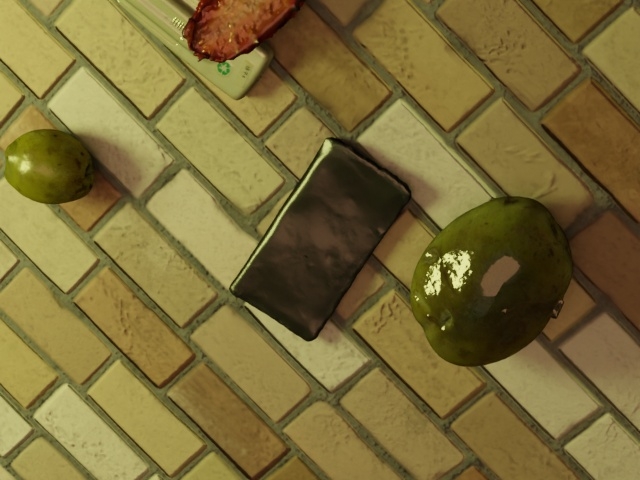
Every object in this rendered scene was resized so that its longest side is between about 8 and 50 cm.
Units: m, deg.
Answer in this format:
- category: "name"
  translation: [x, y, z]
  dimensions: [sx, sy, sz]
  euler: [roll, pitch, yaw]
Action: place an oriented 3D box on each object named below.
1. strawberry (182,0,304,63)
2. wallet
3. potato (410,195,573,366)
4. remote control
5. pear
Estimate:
- category: "strawberry"
  translation: [-0.102, -0.313, 1.675]
  dimensions: [0.188, 0.082, 0.121]
  euler: [-40, 101, 5]
- category: "wallet"
  translation: [0.000, 0.000, 1.795]
  dimensions: [0.146, 0.030, 0.285]
  euler: [35, 112, 5]
- category: "potato"
  translation: [0.225, 0.058, 1.694]
  dimensions: [0.228, 0.148, 0.197]
  euler: [-29, 113, 18]
- category: "remote control"
  translation: [-0.175, -0.289, 1.735]
  dimensions: [0.230, 0.049, 0.090]
  euler: [38, 115, -1]
- category: "pear"
  translation: [-0.384, -0.105, 1.824]
  dimensions: [0.131, 0.107, 0.107]
  euler: [4, 109, 1]
